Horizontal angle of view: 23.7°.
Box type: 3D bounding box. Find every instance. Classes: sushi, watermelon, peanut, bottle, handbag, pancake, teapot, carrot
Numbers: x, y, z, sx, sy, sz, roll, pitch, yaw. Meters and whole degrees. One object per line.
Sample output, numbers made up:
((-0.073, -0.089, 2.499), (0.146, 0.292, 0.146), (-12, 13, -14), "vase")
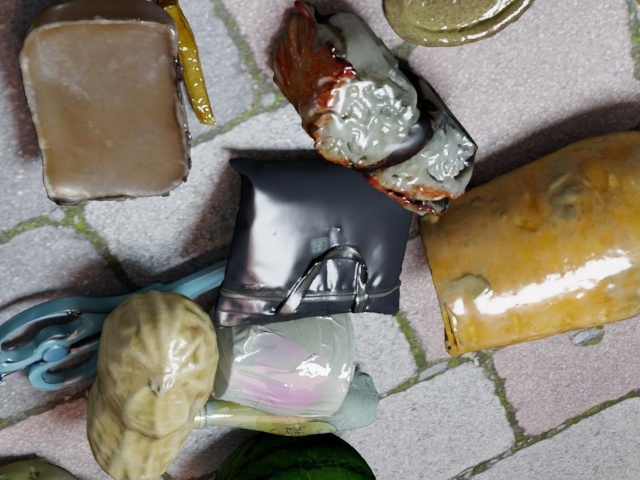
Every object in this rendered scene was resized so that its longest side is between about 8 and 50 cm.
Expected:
((0.064, -0.135, 1.633), (0.130, 0.124, 0.332), (-46, 140, 13), "sushi")
((-0.037, 0.371, 2.109), (0.242, 0.242, 0.242), (-15, 143, -12), "watermelon")
((-0.202, 0.179, 1.803), (0.140, 0.153, 0.325), (-6, 140, -23), "peanut")
((-0.055, 0.222, 2.042), (0.270, 0.083, 0.083), (-3, 139, -24), "bottle")
((0.000, 0.000, 1.761), (0.254, 0.089, 0.211), (-5, 112, -29), "handbag")
((0.156, -0.276, 1.591), (0.199, 0.021, 0.199), (-14, 141, -12), "pancake")
((-0.072, 0.128, 1.892), (0.178, 0.221, 0.163), (3, 99, -24), "teapot")
((0.291, 0.002, 1.848), (0.341, 0.224, 0.224), (-16, 144, 3), "carrot")

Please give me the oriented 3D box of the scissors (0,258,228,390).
((-0.212, 0.076, 1.816), (0.393, 0.032, 0.180), (-25, 151, 1), "scissors")

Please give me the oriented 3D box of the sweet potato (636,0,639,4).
((0.460, -0.353, 1.577), (0.337, 0.131, 0.131), (-33, 143, 11), "sweet potato")

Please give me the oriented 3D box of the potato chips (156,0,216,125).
((-0.135, -0.183, 1.541), (0.026, 0.037, 0.204), (-12, 148, 1), "potato chips")

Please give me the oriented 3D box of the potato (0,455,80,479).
((-0.358, 0.383, 2.022), (0.165, 0.165, 0.262), (-36, 138, 16), "potato")

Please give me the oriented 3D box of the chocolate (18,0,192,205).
((-0.206, -0.147, 1.504), (0.161, 0.083, 0.261), (1, 140, -3), "chocolate")
